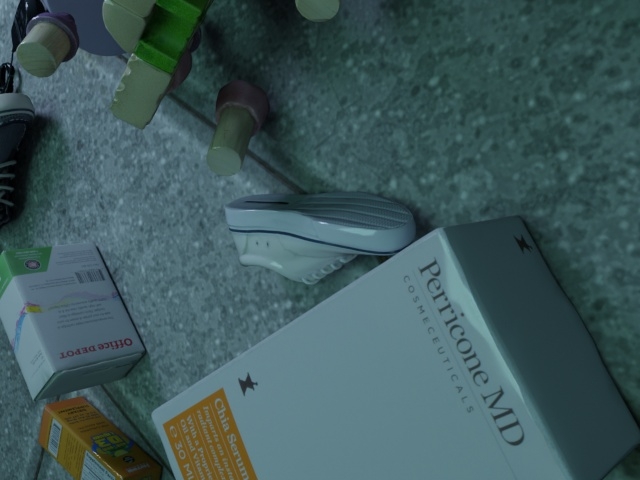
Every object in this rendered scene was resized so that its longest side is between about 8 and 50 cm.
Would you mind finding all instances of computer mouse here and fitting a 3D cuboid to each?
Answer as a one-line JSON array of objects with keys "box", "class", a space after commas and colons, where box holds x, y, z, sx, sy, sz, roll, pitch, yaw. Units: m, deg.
[{"box": [-0.518, -0.321, 1.209, 0.242, 0.041, 0.071, -46, 57, 41], "class": "computer mouse"}]

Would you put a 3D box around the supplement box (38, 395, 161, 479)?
[{"box": [-0.353, 0.339, 1.106, 0.233, 0.078, 0.080, 26, 108, 35], "class": "supplement box"}]

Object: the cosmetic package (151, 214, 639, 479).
[{"box": [0.040, 0.185, 0.701, 0.453, 0.161, 0.230, -37, 71, 36], "class": "cosmetic package"}]

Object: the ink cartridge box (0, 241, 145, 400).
[{"box": [-0.387, 0.118, 1.060, 0.093, 0.154, 0.212, -47, 66, 33], "class": "ink cartridge box"}]

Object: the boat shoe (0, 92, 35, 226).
[{"box": [-0.575, -0.120, 1.231, 0.340, 0.127, 0.158, -27, 84, 47], "class": "boat shoe"}]

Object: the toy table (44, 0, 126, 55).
[{"box": [-0.300, -0.390, 0.891, 0.161, 0.252, 0.274, 57, 146, 18], "class": "toy table"}]

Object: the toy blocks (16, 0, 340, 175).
[{"box": [-0.144, -0.293, 0.755, 0.289, 0.308, 0.260, -50, 21, 40], "class": "toy blocks"}]

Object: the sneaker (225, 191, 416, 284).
[{"box": [0.000, 0.000, 0.776, 0.258, 0.094, 0.091, 8, 118, 44], "class": "sneaker"}]
